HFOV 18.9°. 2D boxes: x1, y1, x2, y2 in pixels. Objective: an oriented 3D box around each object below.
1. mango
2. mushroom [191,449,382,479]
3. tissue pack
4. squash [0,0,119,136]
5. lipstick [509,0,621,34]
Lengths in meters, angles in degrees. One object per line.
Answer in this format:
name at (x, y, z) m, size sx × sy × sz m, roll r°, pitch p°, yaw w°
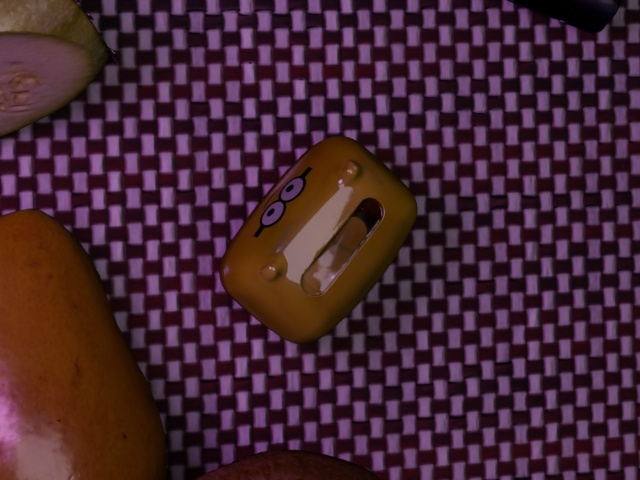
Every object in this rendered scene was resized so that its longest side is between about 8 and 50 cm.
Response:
mango at (-0.245, 0.136, 1.616) m, size 0.211 × 0.173 × 0.317 m, roll -13°, pitch 88°, yaw -14°
mushroom at (-0.056, 0.324, 1.606) m, size 0.345 × 0.239 × 0.345 m, roll -9°, pitch 104°, yaw -36°
tissue pack at (0.000, 0.000, 1.695) m, size 0.123 × 0.127 × 0.178 m, roll 41°, pitch 82°, yaw -14°
squash at (-0.320, -0.119, 1.579) m, size 0.189 × 0.189 × 0.260 m, roll 45°, pitch 76°, yaw -11°
lipstick at (0.081, -0.295, 1.734) m, size 0.418 × 0.077 × 0.077 m, roll 22°, pitch 86°, yaw -12°
